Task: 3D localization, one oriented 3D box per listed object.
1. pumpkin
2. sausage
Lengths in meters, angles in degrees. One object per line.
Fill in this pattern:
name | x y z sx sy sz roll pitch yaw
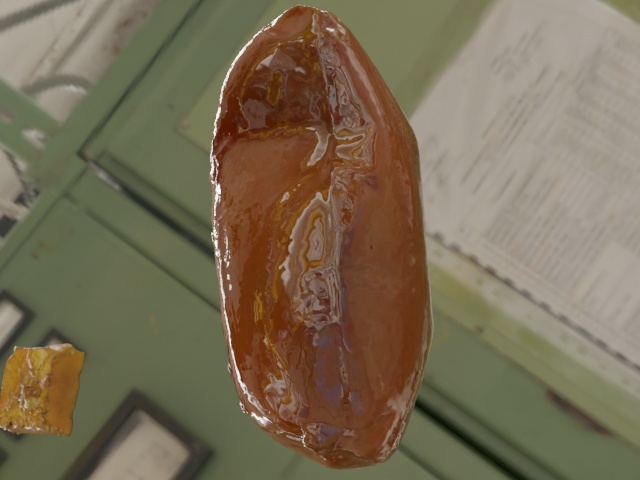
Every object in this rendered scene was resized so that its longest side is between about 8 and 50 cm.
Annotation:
pumpkin | -0.248 0.134 1.102 0.054 0.074 0.083 19 -106 -49
sausage | 0.000 0.000 0.489 0.089 0.089 0.179 23 -117 -74
